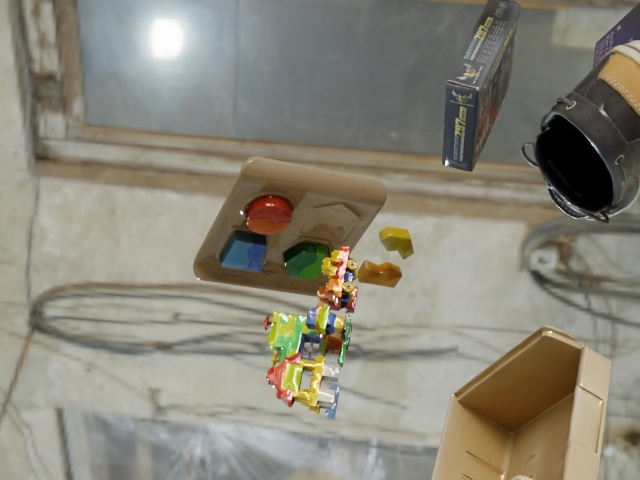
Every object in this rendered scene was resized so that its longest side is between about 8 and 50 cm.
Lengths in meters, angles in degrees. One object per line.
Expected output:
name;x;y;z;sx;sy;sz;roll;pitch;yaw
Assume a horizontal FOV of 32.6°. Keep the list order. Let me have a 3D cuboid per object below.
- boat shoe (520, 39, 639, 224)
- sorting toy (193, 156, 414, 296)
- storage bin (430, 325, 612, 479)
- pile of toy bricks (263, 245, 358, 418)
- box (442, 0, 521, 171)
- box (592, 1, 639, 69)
boat shoe;0.383;-0.122;1.579;0.156;0.187;0.500;-40;-11;-7
sorting toy;0.000;0.000;1.523;0.041;0.307;0.229;-102;31;-41
storage bin;0.278;0.295;1.545;0.260;0.123;0.262;-49;14;46
pile of toy bricks;-0.019;0.114;1.323;0.118;0.105;0.212;89;-169;-60
box;0.263;-0.256;1.792;0.183;0.059;0.233;86;-155;-50
box;0.498;-0.261;1.634;0.207;0.108;0.153;129;153;-68
